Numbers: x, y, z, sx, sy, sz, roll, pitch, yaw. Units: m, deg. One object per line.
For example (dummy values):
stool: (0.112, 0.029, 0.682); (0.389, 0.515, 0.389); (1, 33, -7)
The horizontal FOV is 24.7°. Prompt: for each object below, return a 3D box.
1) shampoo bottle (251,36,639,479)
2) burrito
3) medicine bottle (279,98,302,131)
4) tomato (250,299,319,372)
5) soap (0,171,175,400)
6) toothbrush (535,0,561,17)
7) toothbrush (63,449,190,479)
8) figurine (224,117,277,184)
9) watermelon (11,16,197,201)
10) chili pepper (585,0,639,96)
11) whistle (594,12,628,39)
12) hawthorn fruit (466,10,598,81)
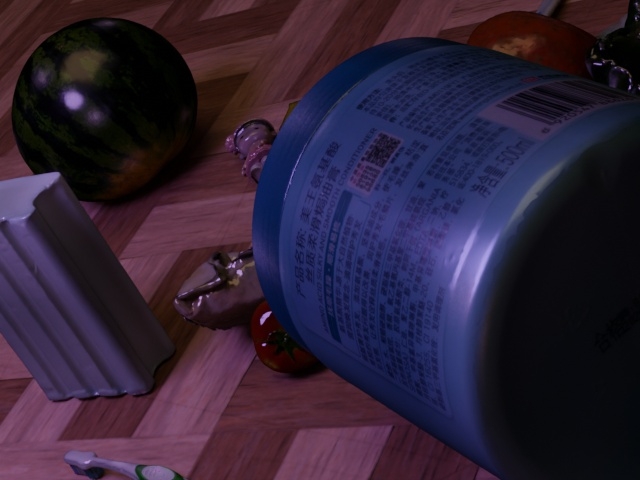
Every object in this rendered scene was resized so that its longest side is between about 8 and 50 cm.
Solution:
shampoo bottle: (0.162, 0.014, 1.239); (0.331, 0.331, 0.343); (-38, 31, -15)
burrito: (0.003, 0.002, 1.611); (0.348, 0.107, 0.175); (-26, 13, -2)
medicine bottle: (0.063, -0.137, 1.772); (0.239, 0.124, 0.124); (-13, 33, 32)
tomato: (-0.030, 0.094, 1.535); (0.087, 0.087, 0.075); (-22, 8, 13)
soap: (-0.297, 0.057, 1.634); (0.160, 0.265, 0.087); (-7, 36, 34)
toothbrush: (0.255, -0.226, 1.842); (0.040, 0.040, 0.386); (-7, 32, 33)
toothbrush: (-0.156, 0.241, 1.468); (0.304, 0.030, 0.030); (1, 41, 42)
figurine: (-0.085, -0.114, 1.941); (0.072, 0.054, 0.129); (-39, 35, 12)
watermelon: (-0.304, -0.185, 2.043); (0.269, 0.269, 0.269); (-21, 30, 13)
chili pepper: (0.363, -0.180, 1.563); (0.116, 0.148, 0.264); (-13, 37, 25)
whistle: (0.414, -0.261, 1.723); (0.258, 0.067, 0.126); (-27, 42, 13)
hawthorn fruit: (0.238, -0.165, 1.625); (0.189, 0.189, 0.189); (-21, 30, 13)
